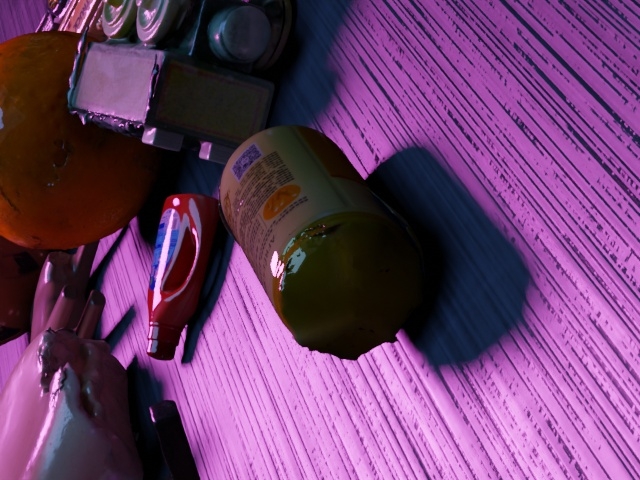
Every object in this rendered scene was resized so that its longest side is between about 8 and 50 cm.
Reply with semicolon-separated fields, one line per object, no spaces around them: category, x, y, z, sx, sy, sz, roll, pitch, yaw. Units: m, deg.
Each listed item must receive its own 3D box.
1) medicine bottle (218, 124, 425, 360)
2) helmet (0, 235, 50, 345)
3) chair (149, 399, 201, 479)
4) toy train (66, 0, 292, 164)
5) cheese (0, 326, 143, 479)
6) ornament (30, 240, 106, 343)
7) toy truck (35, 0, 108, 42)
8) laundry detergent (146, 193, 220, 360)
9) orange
medicine bottle;0.000;0.000;1.394;0.124;0.124;0.239;-66;24;15
helmet;-0.412;0.054;2.270;0.198;0.130;0.224;-70;-14;9
chair;-0.121;0.371;1.355;0.241;0.416;0.203;-26;28;-5
toy train;-0.141;-0.184;1.803;0.272;0.159;0.188;15;91;61
cheese;-0.263;0.213;1.835;0.233;0.127;0.266;-65;25;18
ornament;-0.309;0.080;2.117;0.230;0.061;0.245;-96;26;-47
toy truck;-0.284;-0.226;2.208;0.272;0.124;0.157;-54;39;32
laundry detergent;-0.140;0.038;1.781;0.097;0.049;0.165;-9;69;61
orange;-0.296;-0.110;1.987;0.246;0.246;0.246;-47;33;46
